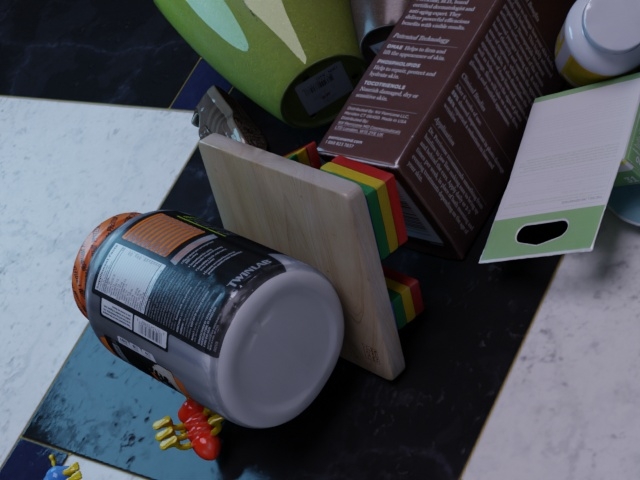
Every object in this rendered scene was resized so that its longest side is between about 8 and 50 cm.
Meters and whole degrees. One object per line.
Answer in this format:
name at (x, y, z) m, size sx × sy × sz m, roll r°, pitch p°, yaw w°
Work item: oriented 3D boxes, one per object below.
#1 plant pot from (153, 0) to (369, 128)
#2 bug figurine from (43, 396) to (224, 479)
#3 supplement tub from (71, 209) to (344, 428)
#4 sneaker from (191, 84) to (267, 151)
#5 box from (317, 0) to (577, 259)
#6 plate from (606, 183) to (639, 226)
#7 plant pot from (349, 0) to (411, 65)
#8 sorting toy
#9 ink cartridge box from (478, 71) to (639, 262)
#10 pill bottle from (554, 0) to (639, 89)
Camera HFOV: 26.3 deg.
plant pot at (-0.058, -0.303, 1.898) m, size 0.274 × 0.275 × 0.294 m, roll -34°, pitch 58°, yaw 6°
bug figurine at (-0.213, 0.299, 1.605) m, size 0.279 × 0.072 × 0.216 m, roll -27°, pitch 50°, yaw 7°
supplement tub at (-0.140, 0.078, 1.584) m, size 0.316 × 0.193 × 0.194 m, roll 22°, pitch 69°, yaw 45°
sneaker at (-0.133, -0.150, 1.952) m, size 0.071 × 0.066 × 0.188 m, roll -50°, pitch 35°, yaw 14°
box at (0.173, -0.191, 1.662) m, size 0.143 × 0.191 × 0.381 m, roll 16°, pitch 65°, yaw 42°
plate at (0.404, -0.084, 1.532) m, size 0.188 × 0.024 × 0.188 m, roll -20°, pitch 46°, yaw 22°
plant pot at (0.122, -0.334, 1.809) m, size 0.215 × 0.215 × 0.230 m, roll -8°, pitch 53°, yaw 30°
sorting toy at (0.000, 0.000, 1.591) m, size 0.089 × 0.257 × 0.255 m, roll -37°, pitch 39°, yaw -29°
ink cartridge box at (0.288, -0.070, 1.550) m, size 0.171 × 0.056 × 0.235 m, roll -9°, pitch 54°, yaw 50°
pill bottle at (0.330, -0.234, 1.583) m, size 0.103 × 0.184 × 0.103 m, roll 0°, pitch 85°, yaw 3°
